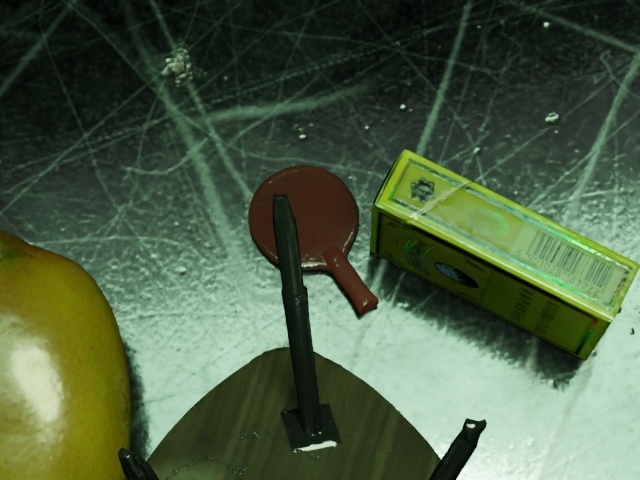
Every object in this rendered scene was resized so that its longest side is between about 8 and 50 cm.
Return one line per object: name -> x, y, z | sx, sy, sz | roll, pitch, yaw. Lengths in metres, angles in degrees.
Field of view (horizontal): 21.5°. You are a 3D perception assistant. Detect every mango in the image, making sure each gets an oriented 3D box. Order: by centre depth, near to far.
mango -> -0.261, 0.146, 1.386 | 0.211, 0.173, 0.317 | -5, 79, -1

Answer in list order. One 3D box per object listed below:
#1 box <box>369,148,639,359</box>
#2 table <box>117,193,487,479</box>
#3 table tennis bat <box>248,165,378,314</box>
box -> 0.151, 0.014, 1.436 | 0.220, 0.141, 0.064 | 29, 76, 8
table -> -0.001, 0.159, 1.276 | 0.317, 0.249, 0.317 | 0, 51, -1
table tennis bat -> 0.000, 0.000, 1.506 | 0.098, 0.019, 0.155 | -33, 73, -10
